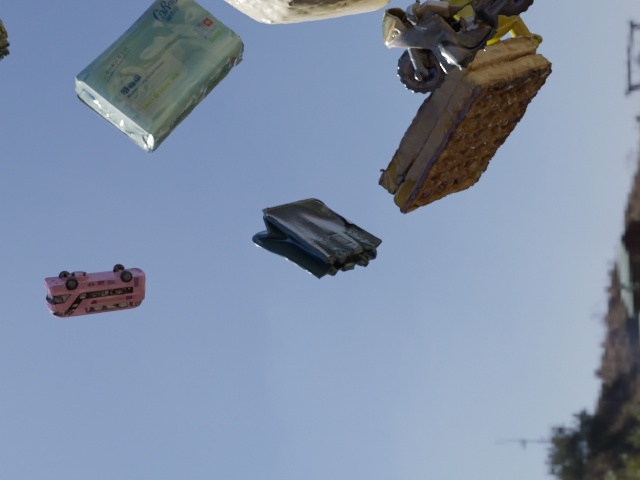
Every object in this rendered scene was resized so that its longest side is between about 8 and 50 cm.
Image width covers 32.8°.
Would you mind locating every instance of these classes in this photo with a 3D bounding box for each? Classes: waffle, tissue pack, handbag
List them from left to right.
[{"bbox_3d":[-0.276,-0.302,1.888,0.263,0.177,0.089,-50,-4,-26],"label":"tissue pack"},{"bbox_3d":[0.000,0.000,1.945,0.229,0.179,0.062,-18,-43,-62],"label":"handbag"},{"bbox_3d":[0.243,-0.196,1.831,0.213,0.091,0.308,-22,-26,-40],"label":"waffle"}]

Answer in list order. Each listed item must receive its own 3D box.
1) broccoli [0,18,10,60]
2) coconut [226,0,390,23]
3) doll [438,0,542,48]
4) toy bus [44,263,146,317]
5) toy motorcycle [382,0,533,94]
[{"bbox_3d":[-0.645,-0.364,1.797,0.248,0.288,0.246,-4,-110,-48],"label":"broccoli"},{"bbox_3d":[0.000,-0.414,1.351,0.329,0.328,0.329,-1,-90,-70],"label":"coconut"},{"bbox_3d":[0.269,-0.472,1.973,0.363,0.199,0.145,48,173,-24],"label":"doll"},{"bbox_3d":[-0.455,0.103,2.199,0.203,0.063,0.090,-5,-72,-28],"label":"toy bus"},{"bbox_3d":[0.174,-0.302,1.458,0.130,0.229,0.094,44,-155,-11],"label":"toy motorcycle"}]
